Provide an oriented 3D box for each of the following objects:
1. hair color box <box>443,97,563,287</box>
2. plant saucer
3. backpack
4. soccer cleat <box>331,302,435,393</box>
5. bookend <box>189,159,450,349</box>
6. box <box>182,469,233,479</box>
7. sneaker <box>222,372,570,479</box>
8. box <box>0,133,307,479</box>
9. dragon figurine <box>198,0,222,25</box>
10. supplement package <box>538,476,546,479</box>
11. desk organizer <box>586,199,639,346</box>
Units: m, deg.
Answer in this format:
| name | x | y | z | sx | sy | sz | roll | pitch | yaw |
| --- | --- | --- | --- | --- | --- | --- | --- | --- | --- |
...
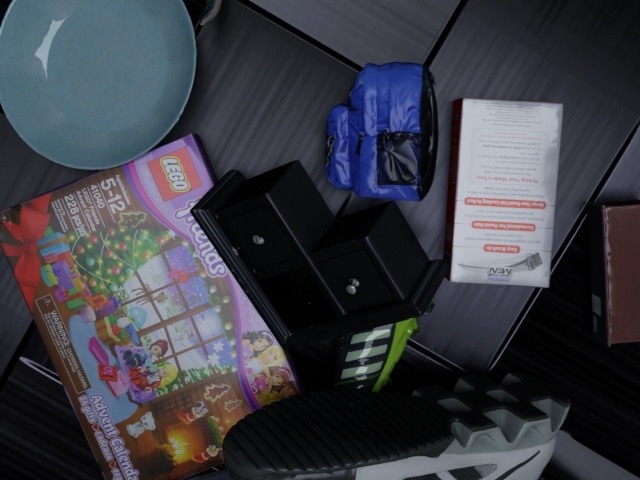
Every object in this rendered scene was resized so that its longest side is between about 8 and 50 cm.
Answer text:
| name | x | y | z | sx | sy | sz | roll | pitch | yaw |
| --- | --- | --- | --- | --- | --- | --- | --- | --- | --- |
| hair color box | 0.165 | -0.044 | 0.880 | 0.093 | 0.053 | 0.167 | 3 | 95 | -2 |
| plant saucer | -0.198 | -0.160 | 0.862 | 0.195 | 0.037 | 0.195 | 0 | 91 | 12 |
| backpack | 0.056 | -0.099 | 0.851 | 0.101 | 0.098 | 0.120 | 5 | 97 | 3 |
| soccer cleat | 0.038 | 0.108 | 0.900 | 0.072 | 0.060 | 0.179 | 30 | 94 | 13 |
| bookend | 0.000 | 0.000 | 0.820 | 0.157 | 0.072 | 0.156 | -17 | 113 | 37 |
| box | -0.049 | 0.363 | 0.908 | 0.169 | 0.087 | 0.290 | -14 | 96 | 1 |
| sneaker | 0.070 | 0.209 | 0.833 | 0.330 | 0.122 | 0.146 | 0 | 109 | -26 |
| box | -0.151 | 0.072 | 0.890 | 0.201 | 0.057 | 0.293 | -22 | 96 | 2 |
| dragon figurine | -0.141 | -0.331 | 0.831 | 0.144 | 0.085 | 0.289 | 3 | 96 | 0 |
| supplement package | 0.251 | 0.325 | 0.891 | 0.179 | 0.105 | 0.105 | 41 | 88 | -4 |
| desk organizer | 0.282 | 0.028 | 0.891 | 0.050 | 0.047 | 0.130 | -4 | 97 | -2 |
